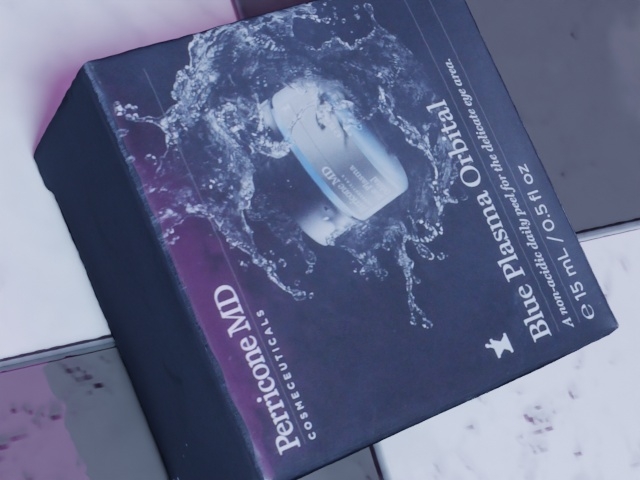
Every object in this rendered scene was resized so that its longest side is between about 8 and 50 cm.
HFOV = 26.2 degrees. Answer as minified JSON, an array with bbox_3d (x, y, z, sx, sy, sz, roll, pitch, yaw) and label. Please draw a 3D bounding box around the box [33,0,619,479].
[{"bbox_3d":[0.000,0.000,0.514,0.158,0.093,0.156,-20,81,-27],"label":"box"}]
